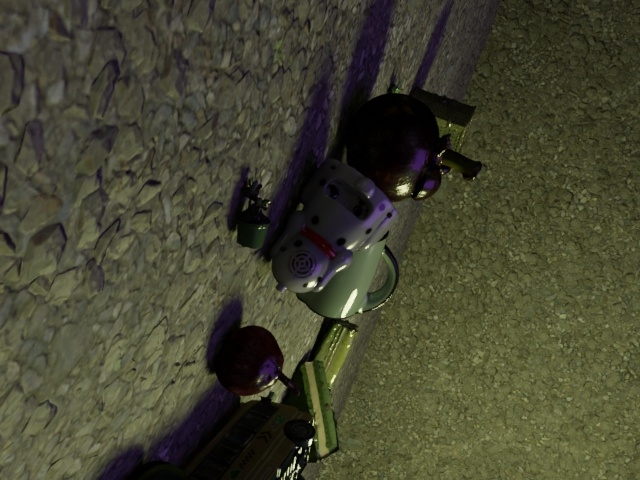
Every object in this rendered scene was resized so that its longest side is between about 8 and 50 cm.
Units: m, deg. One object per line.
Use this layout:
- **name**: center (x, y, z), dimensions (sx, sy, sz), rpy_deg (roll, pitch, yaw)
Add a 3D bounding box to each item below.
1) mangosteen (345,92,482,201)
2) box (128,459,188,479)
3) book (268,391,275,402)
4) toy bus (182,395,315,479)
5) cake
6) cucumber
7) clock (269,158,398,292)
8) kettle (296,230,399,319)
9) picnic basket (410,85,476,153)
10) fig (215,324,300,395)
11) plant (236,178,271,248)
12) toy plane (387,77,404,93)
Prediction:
- **mangosteen**: center (0.194, -0.189, 1.296), dimensions (0.231, 0.289, 0.232), rpy_deg (10, 90, -88)
- **box**: center (-0.280, 0.510, 0.975), dimensions (0.134, 0.097, 0.346), rpy_deg (-47, 156, -54)
- **book**: center (-0.187, 0.553, 1.567), dimensions (0.283, 0.025, 0.215), rpy_deg (-55, 161, -44)
- **toy bus**: center (-0.152, 0.468, 1.197), dimensions (0.365, 0.201, 0.177), rpy_deg (-37, 140, -60)
- **cake**: center (-0.066, 0.512, 1.846), dimensions (0.158, 0.172, 0.284), rpy_deg (7, 71, -63)
- **cucumber**: center (0.016, 0.400, 1.959), dimensions (0.145, 0.105, 0.326), rpy_deg (-34, 146, -83)
- **clock**: center (0.002, -0.002, 1.152), dimensions (0.254, 0.189, 0.189), rpy_deg (-52, 164, -10)
- **kettle**: center (0.073, 0.063, 1.392), dimensions (0.161, 0.221, 0.237), rpy_deg (-92, -165, -60)
- **picnic basket**: center (0.354, -0.362, 1.844), dimensions (0.134, 0.196, 0.154), rpy_deg (-52, 159, -48)
- **fig**: center (-0.123, 0.230, 1.095), dimensions (0.128, 0.150, 0.128), rpy_deg (-24, 158, -10)
- **plant**: center (-0.097, -0.041, 0.910), dimensions (0.051, 0.051, 0.102), rpy_deg (-39, 143, -63)
- **toy plane**: center (0.188, -0.370, 1.537), dimensions (0.083, 0.033, 0.080), rpy_deg (71, 42, -81)
